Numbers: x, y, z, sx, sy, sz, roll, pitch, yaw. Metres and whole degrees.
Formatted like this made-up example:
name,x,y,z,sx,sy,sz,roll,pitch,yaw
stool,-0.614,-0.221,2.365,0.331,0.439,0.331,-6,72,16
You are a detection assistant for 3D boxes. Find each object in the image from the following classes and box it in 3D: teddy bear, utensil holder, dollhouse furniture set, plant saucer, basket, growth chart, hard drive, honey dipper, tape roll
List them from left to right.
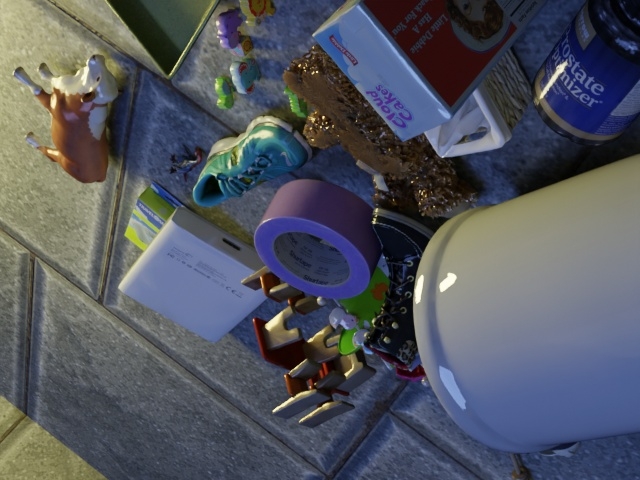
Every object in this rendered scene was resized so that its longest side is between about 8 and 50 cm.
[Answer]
name,x,y,z,sx,sy,sz,roll,pitch,yaw
plant saucer,-0.211,-0.358,1.507,0.188,0.045,0.188,52,130,14
hard drive,-0.232,0.075,2.051,0.233,0.047,0.353,31,147,-11
dollhouse furniture set,-0.029,0.199,1.847,0.135,0.262,0.259,-31,146,22
tape roll,0.000,0.000,1.627,0.189,0.080,0.189,17,144,13
teddy bear,0.093,-0.152,1.478,0.338,0.113,0.245,43,154,-18
growth chart,0.127,0.118,1.702,0.237,0.172,0.021,40,178,4
basket,0.172,-0.202,1.322,0.113,0.103,0.167,-7,124,48
honey dipper,0.342,0.382,1.899,0.030,0.030,0.161,6,131,40
utensil holder,0.352,0.069,1.264,0.327,0.327,0.385,49,144,-13

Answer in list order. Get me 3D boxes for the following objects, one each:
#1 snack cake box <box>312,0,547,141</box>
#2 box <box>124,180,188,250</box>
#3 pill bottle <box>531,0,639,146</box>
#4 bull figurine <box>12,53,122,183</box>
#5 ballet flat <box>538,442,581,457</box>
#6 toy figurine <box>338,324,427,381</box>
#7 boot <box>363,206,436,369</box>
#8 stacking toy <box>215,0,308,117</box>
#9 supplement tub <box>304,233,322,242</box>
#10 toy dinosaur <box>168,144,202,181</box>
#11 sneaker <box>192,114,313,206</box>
name,x,y,z,sx,sy,sz,roll,pitch,yaw
snack cake box,0.133,-0.249,1.159,0.152,0.264,0.089,49,146,-13
box,-0.309,-0.028,2.053,0.109,0.042,0.178,38,147,3
pill bottle,0.324,-0.208,1.147,0.123,0.123,0.219,36,146,6
bull figurine,-0.442,-0.224,1.909,0.188,0.101,0.310,35,144,15
ballet flat,0.382,0.320,1.749,0.074,0.074,0.203,46,152,-9
toy figurine,0.144,0.164,1.798,0.159,0.130,0.173,35,124,-16
boot,0.115,0.074,1.576,0.085,0.179,0.236,16,161,37
stacking toy,-0.122,-0.273,1.577,0.167,0.052,0.221,12,138,36
supplement tub,-0.010,-0.034,1.726,0.071,0.071,0.107,43,146,-4
toy dinosaur,-0.228,-0.138,1.869,0.082,0.047,0.090,1,164,33
sneaker,-0.110,-0.113,1.693,0.107,0.110,0.275,43,147,-17
